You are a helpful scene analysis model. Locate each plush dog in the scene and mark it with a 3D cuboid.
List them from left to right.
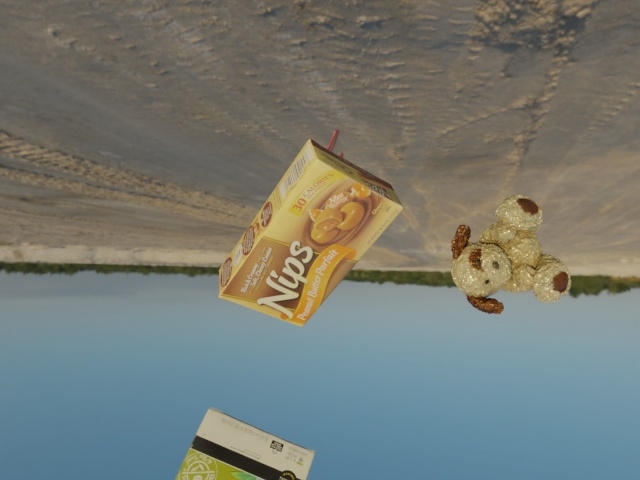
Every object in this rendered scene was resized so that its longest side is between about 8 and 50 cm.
[{"bbox_3d":[0.420,0.048,1.096,0.225,0.262,0.210,-21,176,-8],"label":"plush dog"}]

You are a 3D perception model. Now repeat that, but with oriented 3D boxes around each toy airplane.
[{"bbox_3d":[0.016,-0.146,0.896,0.028,0.151,0.151,26,-171,27],"label":"toy airplane"}]

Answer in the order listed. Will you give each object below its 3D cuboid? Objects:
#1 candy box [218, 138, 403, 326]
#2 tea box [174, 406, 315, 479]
[{"bbox_3d":[-0.027,0.001,0.813,0.183,0.316,0.087,26,-152,-26],"label":"candy box"},{"bbox_3d":[-0.228,0.695,1.283,0.329,0.323,0.220,21,154,2],"label":"tea box"}]
